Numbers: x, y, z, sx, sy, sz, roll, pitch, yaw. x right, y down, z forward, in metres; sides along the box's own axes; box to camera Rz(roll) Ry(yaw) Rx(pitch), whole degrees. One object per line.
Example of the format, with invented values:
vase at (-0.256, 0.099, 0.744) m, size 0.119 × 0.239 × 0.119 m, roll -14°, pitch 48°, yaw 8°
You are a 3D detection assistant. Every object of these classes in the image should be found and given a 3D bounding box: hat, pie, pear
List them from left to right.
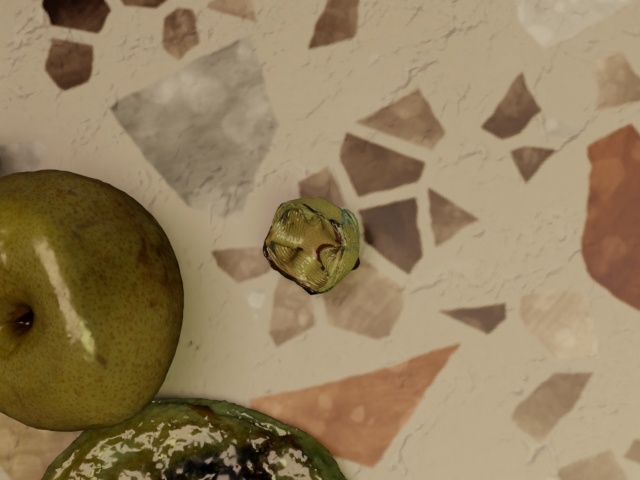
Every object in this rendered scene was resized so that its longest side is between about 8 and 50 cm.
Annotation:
pear at (-0.211, 0.048, 1.378) m, size 0.188 × 0.211 × 0.228 m, roll -33°, pitch 86°, yaw 23°
pie at (-0.105, 0.278, 1.380) m, size 0.323 × 0.070 × 0.323 m, roll -2°, pitch 79°, yaw 12°
hat at (0.000, 0.001, 1.404) m, size 0.077 × 0.059 × 0.076 m, roll 36°, pitch 125°, yaw 26°
